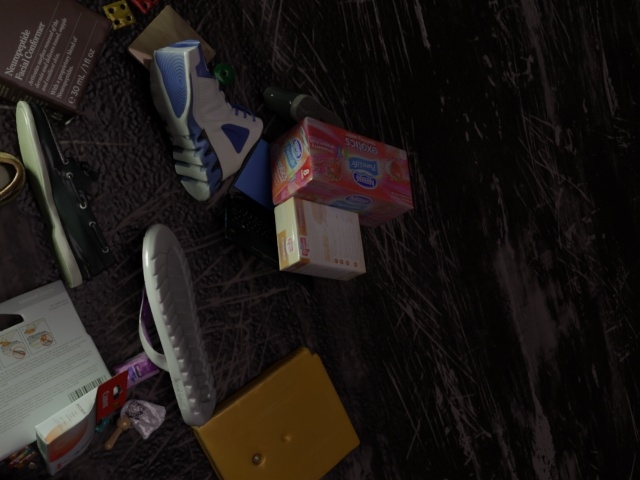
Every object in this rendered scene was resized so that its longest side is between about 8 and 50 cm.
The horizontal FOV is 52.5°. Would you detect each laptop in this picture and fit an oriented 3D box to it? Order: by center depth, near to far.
[{"bbox_3d":[-0.074,-0.063,1.399,0.234,0.264,0.136,33,115,-26],"label":"laptop"}]

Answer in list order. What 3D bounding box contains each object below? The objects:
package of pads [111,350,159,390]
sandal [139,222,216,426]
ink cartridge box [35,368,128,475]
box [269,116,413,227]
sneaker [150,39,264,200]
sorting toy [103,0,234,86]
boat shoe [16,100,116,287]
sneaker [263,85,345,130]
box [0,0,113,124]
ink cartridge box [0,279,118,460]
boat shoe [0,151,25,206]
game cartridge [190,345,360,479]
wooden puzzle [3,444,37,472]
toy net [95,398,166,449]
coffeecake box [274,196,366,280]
[{"bbox_3d":[-0.365,0.256,1.282,0.083,0.032,0.050,-25,105,-29],"label":"package of pads"},{"bbox_3d":[-0.305,0.176,1.274,0.102,0.169,0.416,-11,97,9],"label":"sandal"},{"bbox_3d":[-0.407,0.321,1.143,0.179,0.145,0.045,-30,65,-36],"label":"ink cartridge box"},{"bbox_3d":[0.049,-0.140,1.435,0.300,0.142,0.154,13,64,-37],"label":"box"},{"bbox_3d":[-0.219,-0.256,1.311,0.182,0.127,0.315,-36,132,-38],"label":"sneaker"},{"bbox_3d":[-0.312,-0.385,1.314,0.274,0.046,0.132,43,69,-24],"label":"sorting toy"},{"bbox_3d":[-0.453,-0.089,1.179,0.113,0.127,0.340,-20,101,-31],"label":"boat shoe"},{"bbox_3d":[-0.031,-0.279,1.471,0.083,0.118,0.222,-55,145,-3],"label":"sneaker"},{"bbox_3d":[-0.575,-0.370,1.103,0.381,0.143,0.191,22,78,-28],"label":"box"},{"bbox_3d":[-0.527,0.228,1.125,0.275,0.060,0.239,-27,89,-46],"label":"ink cartridge box"},{"bbox_3d":[-0.646,-0.068,1.063,0.324,0.120,0.122,-33,105,-28],"label":"boat shoe"},{"bbox_3d":[-0.090,0.432,1.442,0.324,0.053,0.285,-32,105,-30],"label":"game cartridge"},{"bbox_3d":[-0.552,0.387,1.180,0.049,0.006,0.083,-39,108,-26],"label":"wooden puzzle"},{"bbox_3d":[-0.417,0.344,1.246,0.232,0.045,0.122,-8,74,-34],"label":"toy net"},{"bbox_3d":[0.000,0.000,1.377,0.185,0.068,0.142,12,62,-39],"label":"coffeecake box"}]
